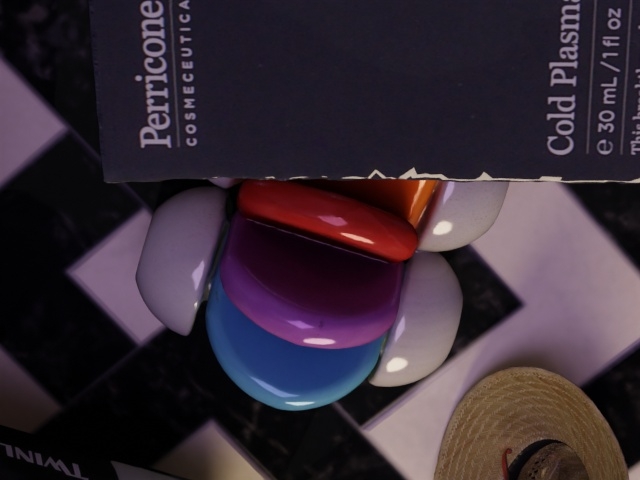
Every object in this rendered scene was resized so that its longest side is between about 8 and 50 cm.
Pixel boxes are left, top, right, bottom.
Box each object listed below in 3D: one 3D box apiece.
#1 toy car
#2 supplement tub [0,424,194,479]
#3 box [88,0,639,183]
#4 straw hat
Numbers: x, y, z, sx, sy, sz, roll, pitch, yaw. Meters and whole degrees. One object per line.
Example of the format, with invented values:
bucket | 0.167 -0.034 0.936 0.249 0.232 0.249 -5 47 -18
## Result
toy car | 0.000 0.000 0.938 0.159 0.136 0.182 16 112 -5
supplement tub | -0.181 0.180 0.953 0.316 0.193 0.193 20 112 -23
box | 0.070 -0.207 0.758 0.312 0.179 0.343 1 118 3
straw hat | 0.125 0.134 1.027 0.061 0.144 0.144 1 119 -41
